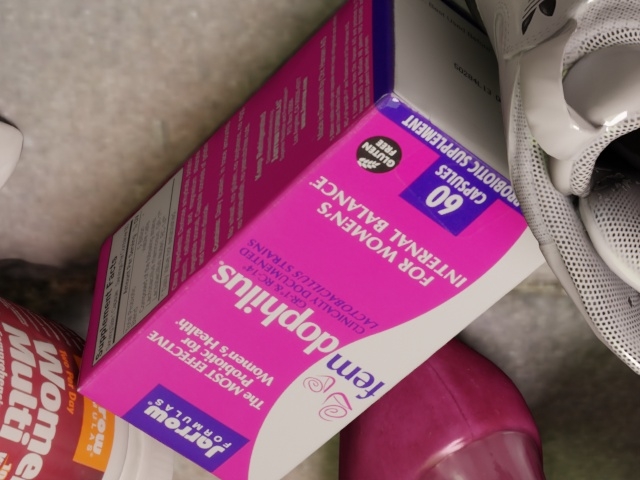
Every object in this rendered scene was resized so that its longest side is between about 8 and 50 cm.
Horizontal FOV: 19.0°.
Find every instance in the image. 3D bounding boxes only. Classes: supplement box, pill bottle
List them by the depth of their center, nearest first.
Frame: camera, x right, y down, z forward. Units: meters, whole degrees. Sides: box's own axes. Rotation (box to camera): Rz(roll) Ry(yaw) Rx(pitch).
[{"bbox_3d":[0.000,0.000,0.876,0.111,0.114,0.220,34,123,-23],"label":"supplement box"},{"bbox_3d":[-0.166,0.084,0.891,0.121,0.121,0.221,-25,153,19],"label":"pill bottle"}]

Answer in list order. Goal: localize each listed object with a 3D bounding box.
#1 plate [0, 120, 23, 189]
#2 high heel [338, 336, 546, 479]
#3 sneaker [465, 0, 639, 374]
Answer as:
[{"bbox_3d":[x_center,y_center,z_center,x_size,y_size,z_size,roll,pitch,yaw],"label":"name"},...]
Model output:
[{"bbox_3d":[-0.305,0.025,0.852,0.277,0.045,0.278,-44,147,23],"label":"plate"},{"bbox_3d":[0.058,0.189,1.057,0.127,0.181,0.377,-16,149,-23],"label":"high heel"},{"bbox_3d":[0.192,-0.009,0.799,0.366,0.210,0.137,39,119,-24],"label":"sneaker"}]
